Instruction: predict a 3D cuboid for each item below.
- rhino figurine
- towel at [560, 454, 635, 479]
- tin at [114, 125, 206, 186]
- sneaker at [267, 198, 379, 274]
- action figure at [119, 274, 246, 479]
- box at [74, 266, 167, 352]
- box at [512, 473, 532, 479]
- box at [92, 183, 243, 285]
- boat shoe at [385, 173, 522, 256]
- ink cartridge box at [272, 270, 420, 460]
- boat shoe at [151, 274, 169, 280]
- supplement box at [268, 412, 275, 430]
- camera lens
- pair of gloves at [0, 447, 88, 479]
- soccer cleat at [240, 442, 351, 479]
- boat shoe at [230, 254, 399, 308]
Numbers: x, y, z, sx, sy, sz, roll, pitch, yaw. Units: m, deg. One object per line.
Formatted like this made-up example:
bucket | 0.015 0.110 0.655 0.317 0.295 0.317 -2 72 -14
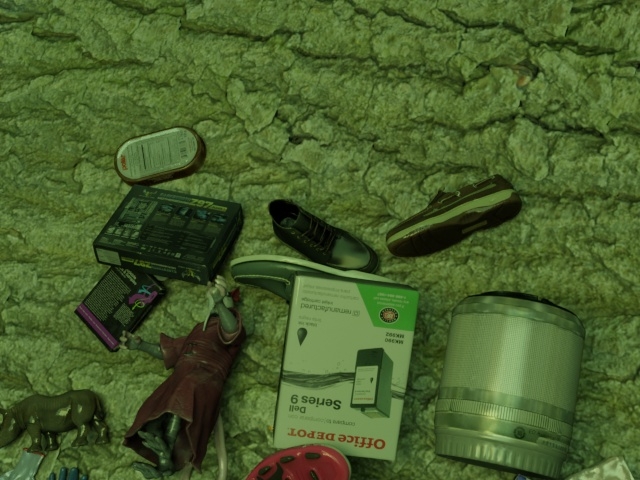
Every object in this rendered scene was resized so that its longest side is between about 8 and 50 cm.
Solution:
rhino figurine | -0.515 0.338 1.560 0.243 0.073 0.106 -9 75 8
towel | 0.410 0.555 1.345 0.332 0.053 0.317 -24 69 1
tin | -0.328 -0.172 1.711 0.190 0.040 0.106 -14 67 5
sneaker | 0.000 0.000 1.555 0.222 0.118 0.083 23 78 16
action figure | -0.198 0.231 1.482 0.248 0.276 0.370 -20 34 40
box | -0.384 0.116 1.612 0.116 0.029 0.162 43 99 19
box | 0.352 0.427 1.303 0.137 0.126 0.072 26 79 16
box | -0.286 -0.014 1.599 0.233 0.059 0.183 11 45 12
boat shoe | 0.236 -0.050 1.556 0.257 0.095 0.095 -19 57 -3
ink cartridge box | 0.040 0.209 1.418 0.211 0.121 0.289 7 92 -4
boat shoe | -0.339 0.036 1.643 0.142 0.040 0.049 33 104 21
supplement box | -0.044 0.305 1.509 0.062 0.036 0.098 21 79 15
camera lens | 0.308 0.233 1.375 0.219 0.219 0.274 9 74 12
pair of gloves | -0.524 0.475 1.544 0.198 0.023 0.159 19 77 14
soccer cleat | -0.083 0.420 1.392 0.331 0.143 0.116 -34 83 17
boat shoe | -0.017 0.097 1.531 0.320 0.116 0.099 10 74 6
